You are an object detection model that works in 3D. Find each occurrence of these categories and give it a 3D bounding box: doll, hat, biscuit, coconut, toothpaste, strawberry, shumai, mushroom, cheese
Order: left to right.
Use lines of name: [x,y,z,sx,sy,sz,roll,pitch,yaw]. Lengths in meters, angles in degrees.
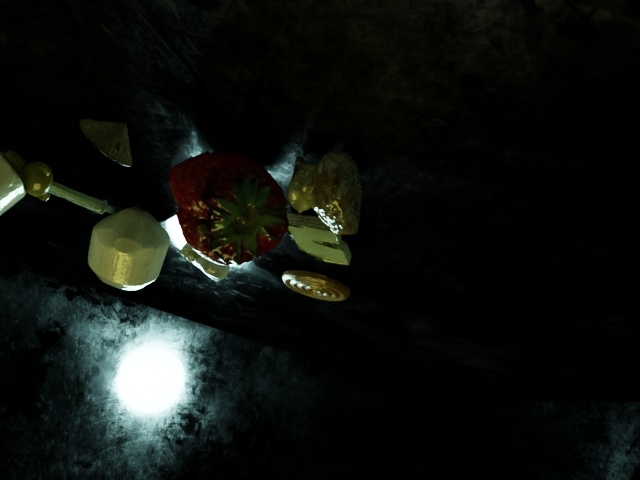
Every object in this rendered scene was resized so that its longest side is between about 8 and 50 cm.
cheese: [-0.978,-0.188,1.600,0.292,0.153,0.332,43,151,-9]
doll: [-0.862,-0.206,1.698,0.209,0.097,0.137,28,131,15]
toothpaste: [-0.784,-0.140,1.840,0.268,0.047,0.069,20,176,-6]
hat: [-0.459,-0.241,1.302,0.146,0.067,0.146,46,-171,-10]
coconut: [-0.611,0.014,1.859,0.237,0.266,0.237,22,-158,-9]
mushroom: [-0.415,0.070,2.073,0.092,0.081,0.223,25,167,38]
strawberry: [-0.214,-0.082,1.316,0.238,0.250,0.288,-11,-162,-26]
biscuit: [-0.017,0.168,2.085,0.261,0.037,0.262,15,161,5]
biscuit: [0.000,0.000,1.600,0.147,0.046,0.250,8,158,18]
shumai: [0.009,-0.096,1.173,0.152,0.162,0.209,7,177,15]
